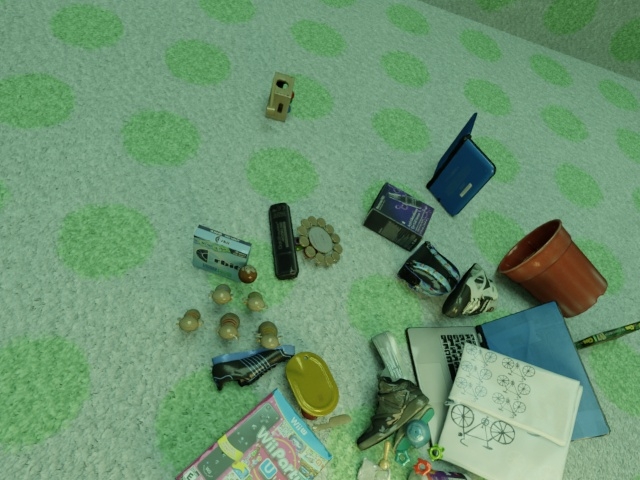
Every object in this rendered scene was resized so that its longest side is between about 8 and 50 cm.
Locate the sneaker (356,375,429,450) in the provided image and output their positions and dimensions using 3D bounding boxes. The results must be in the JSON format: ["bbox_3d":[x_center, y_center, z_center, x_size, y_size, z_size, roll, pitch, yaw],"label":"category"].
[{"bbox_3d":[0.170,0.460,1.199,0.227,0.087,0.130,-41,63,-3],"label":"sneaker"}]

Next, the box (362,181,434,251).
[{"bbox_3d":[0.279,-0.085,1.583,0.207,0.108,0.153,29,55,1],"label":"box"}]

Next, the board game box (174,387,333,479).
[{"bbox_3d":[-0.156,0.546,1.058,0.303,0.098,0.224,-35,75,-33],"label":"board game box"}]

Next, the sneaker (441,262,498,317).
[{"bbox_3d":[0.505,0.183,1.427,0.146,0.123,0.330,43,37,14],"label":"sneaker"}]

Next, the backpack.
[{"bbox_3d":[0.367,0.113,1.475,0.173,0.117,0.158,40,55,15],"label":"backpack"}]

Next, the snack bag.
[{"bbox_3d":[0.503,0.488,1.197,0.322,0.037,0.343,18,68,23],"label":"snack bag"}]

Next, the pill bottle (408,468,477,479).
[{"bbox_3d":[0.332,0.655,1.134,0.193,0.108,0.108,12,56,-11],"label":"pill bottle"}]

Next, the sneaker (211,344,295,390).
[{"bbox_3d":[-0.176,0.343,1.195,0.232,0.081,0.091,-6,71,-18],"label":"sneaker"}]

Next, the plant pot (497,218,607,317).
[{"bbox_3d":[0.827,0.112,1.553,0.265,0.272,0.272,45,57,4],"label":"plant pot"}]

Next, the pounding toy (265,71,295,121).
[{"bbox_3d":[-0.150,-0.544,1.691,0.094,0.181,0.206,13,56,-10],"label":"pounding toy"}]

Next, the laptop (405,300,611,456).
[{"bbox_3d":[0.512,0.394,1.277,0.407,0.236,0.382,2,58,-16],"label":"laptop"}]

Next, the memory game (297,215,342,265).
[{"bbox_3d":[0.000,0.000,1.462,0.186,0.012,0.186,23,49,-29],"label":"memory game"}]

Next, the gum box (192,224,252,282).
[{"bbox_3d":[-0.288,0.043,1.277,0.156,0.184,0.041,21,55,-4],"label":"gum box"}]

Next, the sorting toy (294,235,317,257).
[{"bbox_3d":[-0.050,0.013,1.458,0.101,0.042,0.061,31,55,4],"label":"sorting toy"}]

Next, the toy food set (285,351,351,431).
[{"bbox_3d":[-0.023,0.415,1.194,0.128,0.071,0.218,-9,57,-32],"label":"toy food set"}]

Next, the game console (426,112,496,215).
[{"bbox_3d":[0.549,-0.286,1.681,0.173,0.293,0.250,-25,69,-29],"label":"game console"}]

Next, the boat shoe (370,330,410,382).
[{"bbox_3d":[0.207,0.383,1.295,0.081,0.079,0.228,-16,66,-3],"label":"boat shoe"}]

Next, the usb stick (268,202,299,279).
[{"bbox_3d":[-0.122,-0.001,1.439,0.077,0.045,0.278,-11,61,2],"label":"usb stick"}]

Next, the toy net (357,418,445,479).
[{"bbox_3d":[0.203,0.573,1.140,0.232,0.045,0.122,-38,58,-2],"label":"toy net"}]

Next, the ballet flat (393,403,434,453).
[{"bbox_3d":[0.251,0.522,1.228,0.168,0.052,0.057,-39,118,-20],"label":"ballet flat"}]

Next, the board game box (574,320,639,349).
[{"bbox_3d":[0.986,0.334,1.526,0.259,0.136,0.030,-8,65,-21],"label":"board game box"}]

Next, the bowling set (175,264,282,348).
[{"bbox_3d":[-0.232,0.167,1.192,0.286,0.154,0.200,9,93,-10],"label":"bowling set"}]
